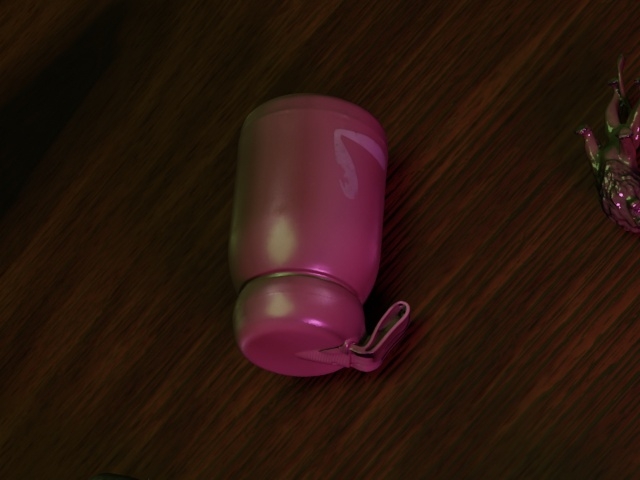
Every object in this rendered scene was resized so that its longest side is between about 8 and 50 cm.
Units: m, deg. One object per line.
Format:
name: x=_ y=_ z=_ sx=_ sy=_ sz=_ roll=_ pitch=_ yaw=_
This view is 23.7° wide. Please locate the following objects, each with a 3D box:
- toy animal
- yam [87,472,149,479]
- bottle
toy animal: x=0.303 y=-0.108 z=1.560 sx=0.069 sy=0.086 sz=0.220 roll=-13 pitch=54 yaw=32
yam: x=-0.161 y=0.317 z=1.626 sx=0.259 sy=0.106 sz=0.106 roll=10 pitch=68 yaw=39
bottle: x=0.000 y=0.000 z=1.678 sx=0.206 sy=0.173 sz=0.297 roll=4 pitch=58 yaw=2
